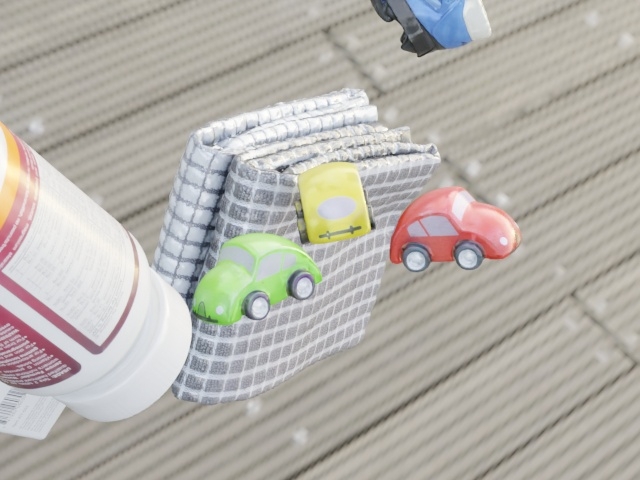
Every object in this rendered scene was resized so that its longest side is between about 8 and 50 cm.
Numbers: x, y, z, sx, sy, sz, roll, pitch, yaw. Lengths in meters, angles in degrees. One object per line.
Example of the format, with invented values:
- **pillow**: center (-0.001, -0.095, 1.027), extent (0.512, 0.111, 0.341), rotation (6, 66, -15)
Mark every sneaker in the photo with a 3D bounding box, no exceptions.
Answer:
- **sneaker**: center (0.073, -0.217, 1.516), extent (0.085, 0.152, 0.058), rotation (-19, 28, 8)

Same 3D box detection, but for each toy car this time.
- **toy car**: center (0.000, 0.000, 1.432), extent (0.225, 0.053, 0.239), rotation (-25, 24, -32)

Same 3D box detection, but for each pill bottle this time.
- **pill bottle**: center (-0.177, 0.019, 1.136), extent (0.221, 0.121, 0.121), rotation (44, 27, -48)

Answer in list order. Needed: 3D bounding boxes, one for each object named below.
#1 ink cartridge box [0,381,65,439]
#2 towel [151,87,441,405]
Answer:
- **ink cartridge box**: center (-0.306, 0.093, 1.732), extent (0.191, 0.139, 0.082), rotation (19, 23, -41)
- **towel**: center (-0.026, 0.006, 1.706), extent (0.121, 0.235, 0.284), rotation (28, 26, 29)
